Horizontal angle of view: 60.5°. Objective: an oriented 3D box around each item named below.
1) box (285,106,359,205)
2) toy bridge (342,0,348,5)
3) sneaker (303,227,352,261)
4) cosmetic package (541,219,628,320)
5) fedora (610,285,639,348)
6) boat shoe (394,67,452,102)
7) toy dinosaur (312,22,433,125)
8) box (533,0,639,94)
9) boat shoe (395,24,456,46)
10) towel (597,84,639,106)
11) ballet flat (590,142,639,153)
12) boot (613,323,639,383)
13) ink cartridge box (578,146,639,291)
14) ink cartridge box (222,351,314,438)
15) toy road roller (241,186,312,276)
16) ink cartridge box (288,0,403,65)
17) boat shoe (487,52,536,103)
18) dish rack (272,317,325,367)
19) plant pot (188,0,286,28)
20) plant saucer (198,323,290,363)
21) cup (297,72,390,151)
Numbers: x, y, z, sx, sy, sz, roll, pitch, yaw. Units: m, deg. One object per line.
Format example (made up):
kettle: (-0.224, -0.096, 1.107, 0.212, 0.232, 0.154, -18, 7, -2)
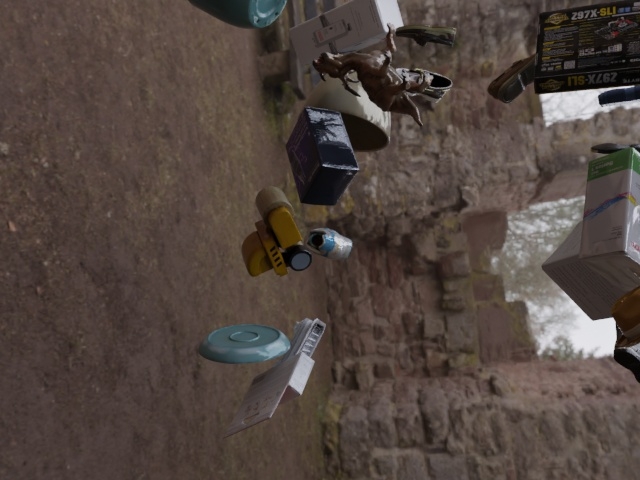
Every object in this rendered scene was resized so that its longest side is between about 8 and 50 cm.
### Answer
box: (0.000, -0.217, 1.429, 0.153, 0.108, 0.207, -56, -140, 46)
toy bridge: (0.082, -0.838, 1.889, 0.063, 0.026, 0.188, -106, -157, -56)
sneaker: (0.000, 0.000, 1.533, 0.228, 0.092, 0.087, 11, -99, 65)
cosmetic package: (1.190, 0.079, 2.190, 0.327, 0.329, 0.394, 47, -20, 2)
fedora: (0.672, 0.142, 1.147, 0.079, 0.194, 0.194, 48, 0, 16)
boat shoe: (0.398, -0.636, 2.191, 0.324, 0.096, 0.117, 4, 60, -41)
toy dinosaur: (0.142, -0.387, 1.359, 0.296, 0.200, 0.127, 49, 45, -4)
box: (0.774, -0.544, 1.536, 0.079, 0.322, 0.257, 52, 46, -52)
boat shoe: (0.263, -0.514, 1.383, 0.056, 0.152, 0.049, -50, 144, -74)
towel: (0.583, -0.273, 1.020, 0.067, 0.119, 0.029, -15, 101, -59)
ballet flat: (1.047, -0.313, 1.936, 0.057, 0.173, 0.049, -61, 149, -45)
boot: (0.953, 0.338, 1.628, 0.198, 0.077, 0.137, 42, 44, -11)
ink cartridge box: (0.730, -0.043, 1.297, 0.201, 0.117, 0.278, 28, 66, -24)
ink cartridge box: (-0.169, 0.519, 1.784, 0.066, 0.296, 0.261, 42, 43, -13)
toy road roller: (-0.193, -0.009, 2.033, 0.202, 0.240, 0.329, -123, -170, -55)
ink cartridge box: (0.080, -0.622, 1.626, 0.207, 0.283, 0.117, -39, 113, -58)
boat shoe: (0.778, -0.653, 2.102, 0.104, 0.307, 0.111, 50, -7, 48)
dish rack: (-0.087, 0.428, 2.138, 0.286, 0.072, 0.333, -63, 166, -8)
plant pot: (-0.238, -0.798, 1.693, 0.235, 0.293, 0.293, 39, -3, 16)
plant saucer: (-0.262, 0.347, 1.897, 0.317, 0.317, 0.044, -49, 139, -78)
cup: (0.107, -0.488, 1.938, 0.331, 0.331, 0.237, 50, 53, -73)
